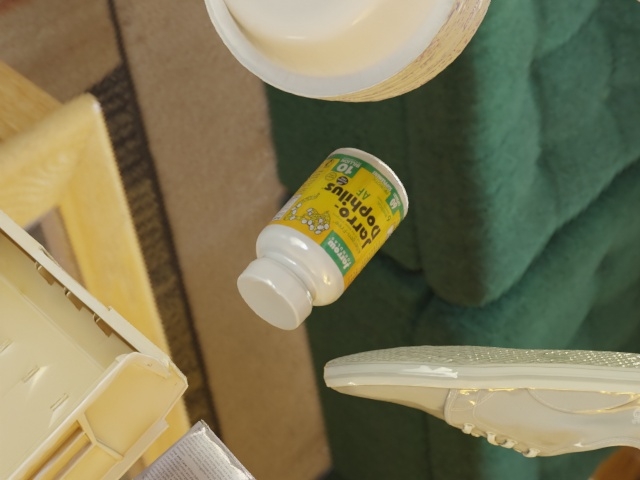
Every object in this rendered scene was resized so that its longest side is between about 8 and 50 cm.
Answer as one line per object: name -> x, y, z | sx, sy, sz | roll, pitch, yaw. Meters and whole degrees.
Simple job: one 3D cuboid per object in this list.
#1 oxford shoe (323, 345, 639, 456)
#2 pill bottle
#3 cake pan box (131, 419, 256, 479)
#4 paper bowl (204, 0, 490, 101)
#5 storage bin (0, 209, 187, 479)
oxford shoe -> 0.225, 0.200, 1.554 | 0.169, 0.449, 0.130 | -43, 136, -81
pill bottle -> 0.000, 0.000, 1.440 | 0.208, 0.117, 0.117 | -49, 147, -28
cake pan box -> -0.131, 0.365, 1.319 | 0.246, 0.267, 0.070 | -43, 157, -8
paper bowl -> 0.013, -0.273, 1.158 | 0.148, 0.284, 0.284 | -6, 123, -64
storage bin -> -0.286, 0.119, 0.986 | 0.260, 0.262, 0.123 | -46, 150, -13
